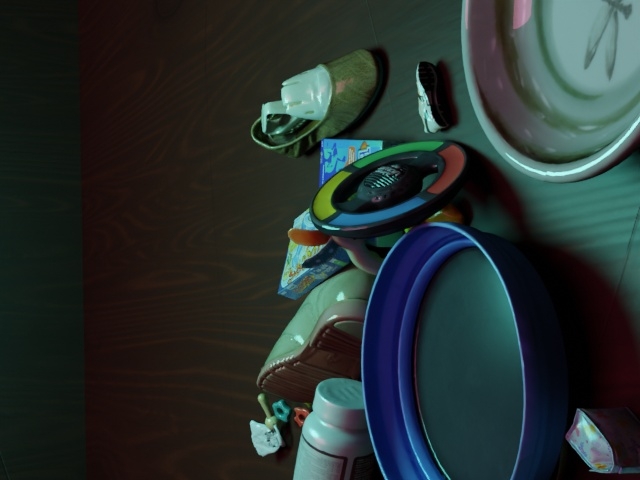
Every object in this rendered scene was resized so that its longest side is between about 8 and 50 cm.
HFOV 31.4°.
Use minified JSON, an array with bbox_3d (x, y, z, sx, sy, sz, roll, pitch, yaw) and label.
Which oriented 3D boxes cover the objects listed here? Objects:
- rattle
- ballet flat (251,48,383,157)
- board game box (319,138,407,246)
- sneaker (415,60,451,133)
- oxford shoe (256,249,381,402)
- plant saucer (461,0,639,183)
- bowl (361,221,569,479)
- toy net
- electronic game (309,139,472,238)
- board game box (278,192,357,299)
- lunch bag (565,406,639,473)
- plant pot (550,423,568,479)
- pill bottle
[{"bbox_3d":[0.075,-0.003,1.567,0.143,0.200,0.130,-143,57,-59],"label":"rattle"},{"bbox_3d":[-0.025,-0.221,1.870,0.342,0.124,0.116,155,113,-62],"label":"ballet flat"},{"bbox_3d":[0.061,-0.078,1.775,0.210,0.047,0.160,11,99,63],"label":"board game box"},{"bbox_3d":[0.150,-0.200,1.600,0.044,0.040,0.109,136,130,-59],"label":"sneaker"},{"bbox_3d":[0.014,0.151,1.816,0.397,0.140,0.146,-44,30,53],"label":"oxford shoe"},{"bbox_3d":[0.296,-0.260,1.224,0.400,0.101,0.400,-3,86,64],"label":"plant saucer"},{"bbox_3d":[0.173,0.170,1.429,0.391,0.077,0.391,180,90,-64],"label":"bowl"},{"bbox_3d":[-0.061,0.310,2.041,0.122,0.045,0.232,38,132,24],"label":"toy net"},{"bbox_3d":[0.093,-0.072,1.529,0.229,0.229,0.048,33,150,61],"label":"electronic game"},{"bbox_3d":[0.000,0.000,1.755,0.201,0.035,0.136,-38,35,59],"label":"board game box"},{"bbox_3d":[0.314,0.220,1.211,0.083,0.071,0.053,51,133,52],"label":"lunch bag"},{"bbox_3d":[0.239,0.235,1.416,0.236,0.032,0.236,180,90,-65],"label":"plant pot"},{"bbox_3d":[0.025,0.333,1.758,0.121,0.121,0.221,-137,53,-57],"label":"pill bottle"}]
